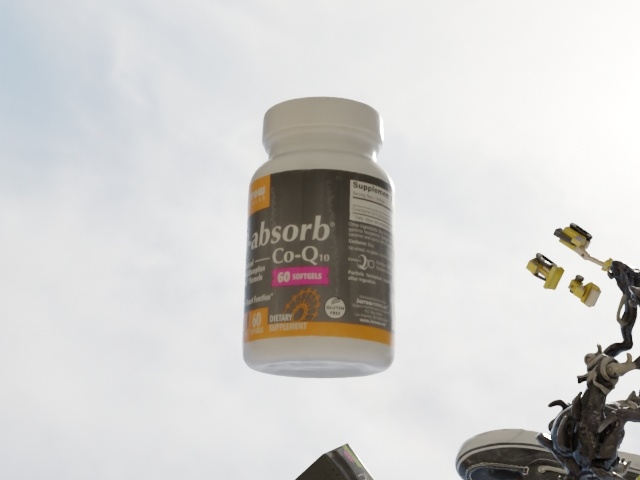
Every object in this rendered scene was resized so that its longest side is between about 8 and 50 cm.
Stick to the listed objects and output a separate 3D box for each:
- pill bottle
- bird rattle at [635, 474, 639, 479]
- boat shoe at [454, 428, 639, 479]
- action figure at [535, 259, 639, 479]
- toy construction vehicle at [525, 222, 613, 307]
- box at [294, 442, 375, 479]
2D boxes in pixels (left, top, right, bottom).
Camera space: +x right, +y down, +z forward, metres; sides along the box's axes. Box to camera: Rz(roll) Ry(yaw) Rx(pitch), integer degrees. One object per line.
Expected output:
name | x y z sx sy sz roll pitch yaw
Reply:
pill bottle | 0.000 0.000 1.170 0.162 0.162 0.278 -5 -106 20
bird rattle | 0.314 0.225 0.746 0.207 0.143 0.253 -52 -157 6
boat shoe | 0.304 0.322 1.404 0.301 0.108 0.102 7 -143 27
action figure | 0.329 0.170 1.179 0.164 0.141 0.276 -154 -97 -72
toy construction vehicle | 0.294 0.030 1.310 0.035 0.086 0.098 -10 -138 -44
box | 0.007 0.252 1.089 0.083 0.052 0.062 -47 -108 23
